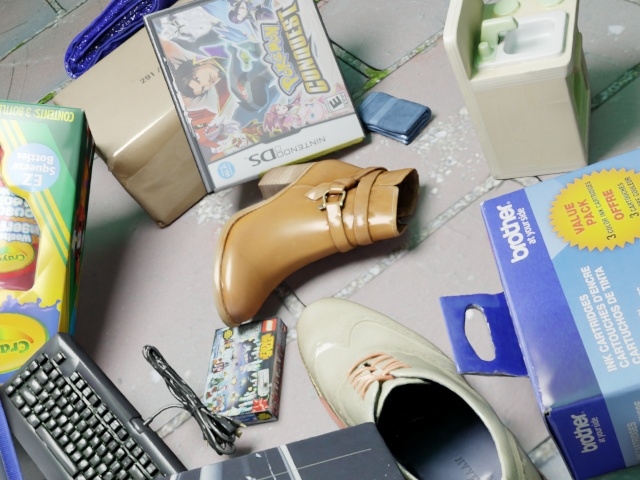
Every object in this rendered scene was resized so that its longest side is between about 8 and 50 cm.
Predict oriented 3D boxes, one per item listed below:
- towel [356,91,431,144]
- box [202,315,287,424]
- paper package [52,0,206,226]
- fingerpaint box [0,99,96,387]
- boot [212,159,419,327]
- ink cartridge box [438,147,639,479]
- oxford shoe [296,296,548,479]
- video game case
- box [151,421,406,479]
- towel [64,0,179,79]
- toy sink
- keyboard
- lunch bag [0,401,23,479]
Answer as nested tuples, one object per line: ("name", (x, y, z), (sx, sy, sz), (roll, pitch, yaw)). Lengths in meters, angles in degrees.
("towel", (0.105, -0.185, 1.214), (0.067, 0.029, 0.119), (-47, 44, -16))
("box", (-0.093, 0.162, 1.004), (0.094, 0.027, 0.137), (-13, 45, 18))
("paper package", (-0.236, -0.230, 1.354), (0.325, 0.168, 0.309), (-41, 43, -9))
("fingerpaint box", (-0.544, 0.001, 1.061), (0.445, 0.163, 0.371), (5, 77, -9))
("boot", (0.000, 0.000, 1.055), (0.220, 0.109, 0.283), (2, 40, 25))
("ink cartridge box", (0.322, 0.052, 0.781), (0.395, 0.151, 0.270), (-21, 43, 14))
("oxford shoe", (0.084, 0.151, 0.821), (0.140, 0.146, 0.397), (-42, 43, -10))
("video game case", (-0.095, -0.235, 1.195), (0.248, 0.275, 0.035), (-20, -1, -9))
("box", (-0.058, 0.341, 0.604), (0.343, 0.179, 0.312), (-11, 37, -19))
("towel", (-0.354, -0.418, 1.550), (0.227, 0.076, 0.308), (-34, 12, 18))
("toy sink", (0.255, -0.213, 1.002), (0.131, 0.234, 0.153), (-5, 48, 27))
("keyboard", (-0.216, 0.220, 0.925), (0.201, 0.033, 0.317), (-43, 69, -12))
("lunch bag", (-0.485, 0.355, 0.871), (0.328, 0.239, 0.385), (-22, 81, 12))
